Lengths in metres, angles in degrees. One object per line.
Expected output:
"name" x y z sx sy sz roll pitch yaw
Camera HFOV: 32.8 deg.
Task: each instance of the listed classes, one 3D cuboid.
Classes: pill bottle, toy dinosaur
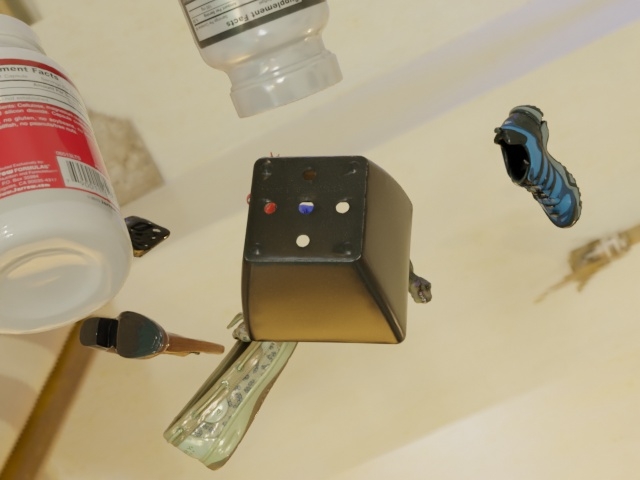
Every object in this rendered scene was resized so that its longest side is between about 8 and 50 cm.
"pill bottle" -0.402 -0.100 1.415 0.229 0.229 0.407 48 14 -55
"pill bottle" -0.110 -0.380 1.619 0.210 0.210 0.362 -69 138 -75
"toy dinosaur" 0.081 0.020 1.799 0.268 0.118 0.064 58 -9 24

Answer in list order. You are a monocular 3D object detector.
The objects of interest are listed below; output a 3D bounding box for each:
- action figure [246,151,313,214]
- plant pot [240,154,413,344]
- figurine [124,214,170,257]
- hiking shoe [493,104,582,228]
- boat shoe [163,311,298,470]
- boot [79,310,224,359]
"action figure" -0.038 -0.078 2.125 0.091 0.280 0.139 -47 137 -38
"plant pot" 0.000 0.000 1.222 0.167 0.188 0.187 69 23 -63
"figurine" -0.367 0.021 1.662 0.209 0.215 0.092 14 50 -53
"hiking shoe" 0.464 -0.141 2.380 0.132 0.113 0.304 -42 110 -33
"boat shoe" -0.102 0.160 1.442 0.089 0.285 0.104 31 -18 -9
"boot" -0.314 0.220 2.248 0.280 0.264 0.096 18 70 -42
